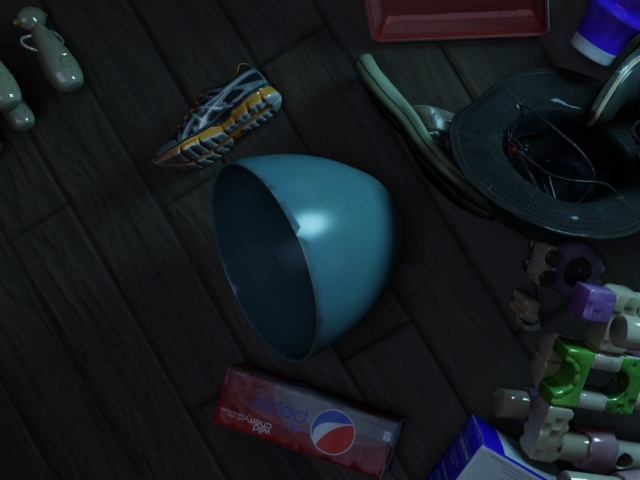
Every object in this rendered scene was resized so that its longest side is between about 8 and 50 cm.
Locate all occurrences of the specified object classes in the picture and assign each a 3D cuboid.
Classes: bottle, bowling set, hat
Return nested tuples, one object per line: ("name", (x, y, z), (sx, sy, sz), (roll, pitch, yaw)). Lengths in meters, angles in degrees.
("bottle", (0.442, -0.369, 1.803), (0.283, 0.092, 0.118), (-57, 45, 24))
("bowling set", (-0.522, -0.223, 2.006), (0.154, 0.287, 0.200), (56, 134, 12))
("hat", (0.323, -0.082, 1.810), (0.331, 0.331, 0.134), (23, 136, 11))

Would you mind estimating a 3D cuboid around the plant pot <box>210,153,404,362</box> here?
("plant pot", (0.000, 0.000, 1.862), (0.195, 0.290, 0.290), (-21, 85, -25))

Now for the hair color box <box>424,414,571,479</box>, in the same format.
("hair color box", (0.195, 0.431, 1.846), (0.185, 0.110, 0.339), (31, 102, -11))

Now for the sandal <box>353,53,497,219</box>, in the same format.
("sandal", (0.161, -0.155, 1.885), (0.086, 0.120, 0.303), (-36, 83, -3))

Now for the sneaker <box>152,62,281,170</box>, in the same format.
("sneaker", (-0.160, -0.178, 1.977), (0.215, 0.084, 0.083), (-33, 71, 8))

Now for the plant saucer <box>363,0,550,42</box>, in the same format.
("plant saucer", (0.181, -0.392, 1.841), (0.259, 0.258, 0.048), (0, 47, 13))

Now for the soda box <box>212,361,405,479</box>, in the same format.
("soda box", (-0.016, 0.260, 1.943), (0.263, 0.083, 0.092), (18, 94, 12))

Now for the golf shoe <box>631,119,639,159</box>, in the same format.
("golf shoe", (0.544, -0.153, 1.746), (0.273, 0.120, 0.105), (-10, 61, -20))

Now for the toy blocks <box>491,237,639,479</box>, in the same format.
("toy blocks", (0.420, 0.185, 1.805), (0.260, 0.309, 0.289), (9, 107, -20))

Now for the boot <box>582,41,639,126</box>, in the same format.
("boot", (0.457, -0.194, 1.803), (0.137, 0.077, 0.198), (41, 69, 5))
